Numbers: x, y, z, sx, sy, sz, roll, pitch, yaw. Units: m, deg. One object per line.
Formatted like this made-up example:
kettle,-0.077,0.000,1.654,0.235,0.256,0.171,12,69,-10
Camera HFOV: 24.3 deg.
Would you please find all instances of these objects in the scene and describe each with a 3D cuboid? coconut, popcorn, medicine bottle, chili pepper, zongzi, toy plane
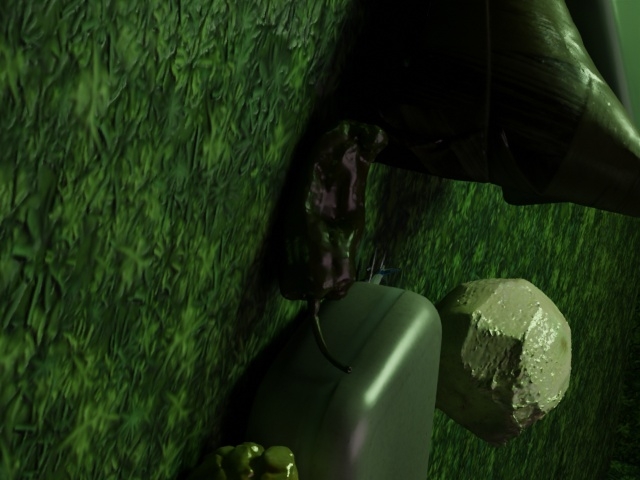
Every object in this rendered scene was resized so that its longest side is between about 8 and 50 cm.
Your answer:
coconut,0.199,0.130,1.715,0.194,0.194,0.194,14,90,-72
popcorn,-0.058,0.216,1.119,0.106,0.116,0.121,93,-23,-52
medicine bottle,0.015,0.236,1.323,0.282,0.123,0.375,-47,145,-55
chili pepper,0.000,-0.001,1.201,0.072,0.073,0.204,25,72,-36
zongzi,0.211,-0.171,1.301,0.154,0.317,0.289,65,43,-73
toy plane,0.049,0.046,1.448,0.084,0.024,0.078,-46,146,-46

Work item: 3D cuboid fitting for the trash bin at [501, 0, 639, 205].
trash bin,0.260,-0.238,1.530,0.223,0.158,0.343,-49,132,-54
